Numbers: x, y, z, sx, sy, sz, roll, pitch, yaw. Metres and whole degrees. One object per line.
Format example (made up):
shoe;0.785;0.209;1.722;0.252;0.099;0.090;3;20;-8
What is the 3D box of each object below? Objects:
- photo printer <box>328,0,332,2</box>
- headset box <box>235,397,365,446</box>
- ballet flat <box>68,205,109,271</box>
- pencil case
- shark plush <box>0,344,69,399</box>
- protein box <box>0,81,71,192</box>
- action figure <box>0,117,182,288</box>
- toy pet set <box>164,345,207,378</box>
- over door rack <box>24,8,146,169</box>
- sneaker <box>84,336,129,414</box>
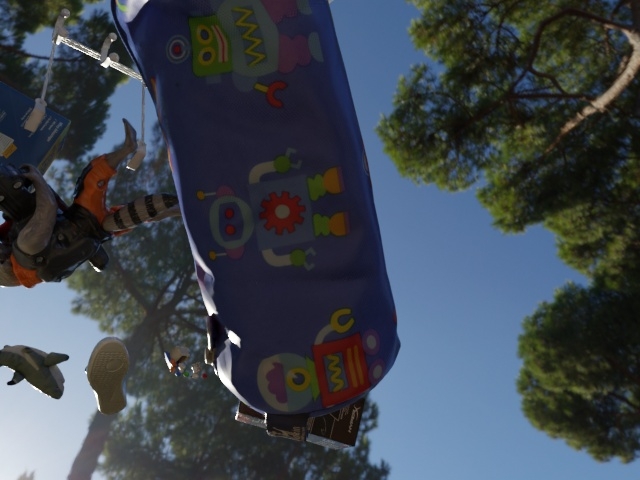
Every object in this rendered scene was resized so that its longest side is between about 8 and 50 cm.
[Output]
photo printer;-0.130;-0.577;1.165;0.256;0.107;0.308;-33;-81;21
headset box;-0.069;0.385;1.300;0.293;0.110;0.218;17;-24;-2
ballet flat;-0.544;-0.004;1.301;0.173;0.057;0.049;59;-43;11
pencil case;-0.036;-0.038;0.357;0.133;0.119;0.306;-14;-76;-5
shark plush;-0.471;0.200;0.892;0.073;0.067;0.161;-9;-31;23
protein box;-0.742;-0.235;1.334;0.201;0.200;0.136;30;-33;-18
action figure;-0.402;-0.045;0.887;0.330;0.179;0.341;-36;-26;-5
toy pet set;-0.394;0.353;1.568;0.065;0.114;0.122;-44;-33;11
over door rack;-0.477;-0.343;1.239;0.239;0.325;0.108;21;-39;-35
sneaker;-0.515;0.283;1.341;0.094;0.151;0.256;-9;-45;-28
